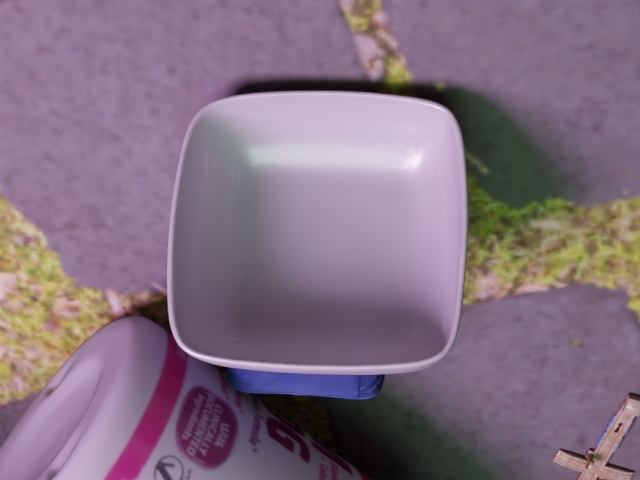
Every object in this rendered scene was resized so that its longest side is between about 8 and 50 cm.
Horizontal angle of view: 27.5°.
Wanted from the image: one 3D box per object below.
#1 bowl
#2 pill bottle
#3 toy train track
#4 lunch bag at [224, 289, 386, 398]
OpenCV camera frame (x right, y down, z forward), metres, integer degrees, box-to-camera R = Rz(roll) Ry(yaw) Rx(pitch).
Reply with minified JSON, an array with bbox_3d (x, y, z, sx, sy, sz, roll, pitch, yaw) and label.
[{"bbox_3d":[0.000,0.000,0.638,0.141,0.142,0.053,2,160,4],"label":"bowl"},{"bbox_3d":[-0.040,0.183,0.739,0.283,0.160,0.160,38,120,-19],"label":"pill bottle"},{"bbox_3d":[0.167,0.124,0.762,0.048,0.014,0.083,17,124,-5],"label":"toy train track"},{"bbox_3d":[-0.003,0.038,0.691,0.098,0.067,0.065,2,125,5],"label":"lunch bag"}]
